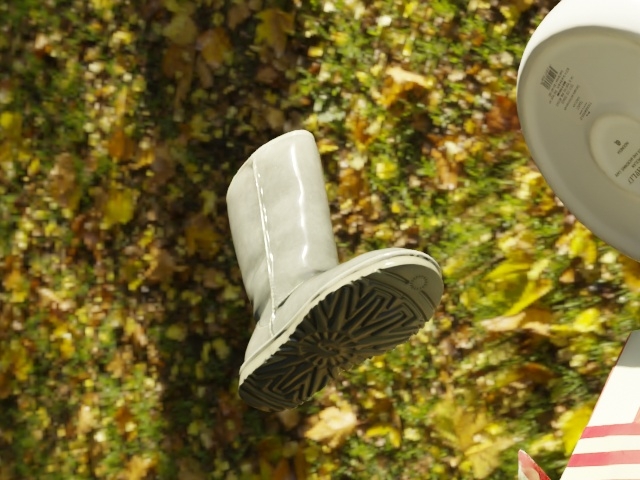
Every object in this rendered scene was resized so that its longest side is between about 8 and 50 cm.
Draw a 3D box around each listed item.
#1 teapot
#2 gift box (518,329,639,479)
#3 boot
[{"bbox_3d":[0.284,-0.108,0.729,0.256,0.187,0.252,17,139,54],"label":"teapot"},{"bbox_3d":[0.285,0.179,0.620,0.276,0.255,0.258,48,149,-12],"label":"gift box"},{"bbox_3d":[-0.001,-0.002,0.715,0.189,0.076,0.208,-34,35,29],"label":"boot"}]
